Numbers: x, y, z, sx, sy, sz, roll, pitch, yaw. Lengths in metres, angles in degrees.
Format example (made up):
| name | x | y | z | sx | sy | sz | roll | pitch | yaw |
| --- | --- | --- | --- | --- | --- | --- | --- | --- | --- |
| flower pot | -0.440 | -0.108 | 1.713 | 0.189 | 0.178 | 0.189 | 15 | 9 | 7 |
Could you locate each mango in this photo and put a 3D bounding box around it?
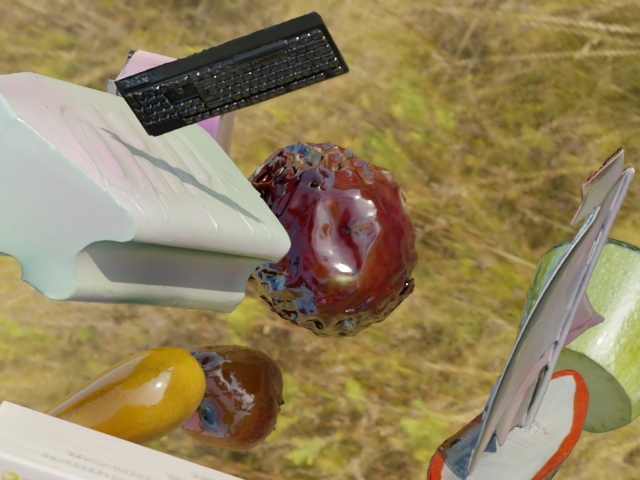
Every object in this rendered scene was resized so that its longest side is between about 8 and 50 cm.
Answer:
| name | x | y | z | sx | sy | sz | roll | pitch | yaw |
| --- | --- | --- | --- | --- | --- | --- | --- | --- | --- |
| mango | -0.198 | 0.167 | 1.311 | 0.184 | 0.085 | 0.102 | -28 | 8 | -6 |

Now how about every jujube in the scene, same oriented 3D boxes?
| name | x | y | z | sx | sy | sz | roll | pitch | yaw |
| --- | --- | --- | --- | --- | --- | --- | --- | --- | --- |
| jujube | 0.000 | 0.000 | 1.744 | 0.377 | 0.258 | 0.258 | -115 | 49 | -83 |

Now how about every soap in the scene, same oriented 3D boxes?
| name | x | y | z | sx | sy | sz | roll | pitch | yaw |
| --- | --- | --- | --- | --- | --- | --- | --- | --- | --- |
| soap | -0.199 | -0.044 | 1.276 | 0.115 | 0.347 | 0.208 | -47 | 66 | 17 |

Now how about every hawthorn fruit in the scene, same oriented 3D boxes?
| name | x | y | z | sx | sy | sz | roll | pitch | yaw |
| --- | --- | --- | --- | --- | --- | --- | --- | --- | --- |
| hawthorn fruit | -0.194 | 0.218 | 1.914 | 0.165 | 0.285 | 0.165 | -175 | 90 | -78 |

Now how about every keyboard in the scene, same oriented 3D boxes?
| name | x | y | z | sx | sy | sz | roll | pitch | yaw |
| --- | --- | --- | --- | --- | --- | --- | --- | --- | --- |
| keyboard | -0.078 | -0.140 | 1.169 | 0.196 | 0.074 | 0.015 | -16 | 49 | 16 |

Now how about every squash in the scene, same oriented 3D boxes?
| name | x | y | z | sx | sy | sz | roll | pitch | yaw |
| --- | --- | --- | --- | --- | --- | --- | --- | --- | --- |
| squash | 0.252 | 0.095 | 1.237 | 0.170 | 0.170 | 0.123 | -18 | 28 | 51 |

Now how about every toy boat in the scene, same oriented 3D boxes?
| name | x | y | z | sx | sy | sz | roll | pitch | yaw |
| --- | --- | --- | --- | --- | --- | --- | --- | --- | --- |
| toy boat | 0.145 | 0.099 | 0.931 | 0.072 | 0.318 | 0.219 | 32 | 58 | 21 |

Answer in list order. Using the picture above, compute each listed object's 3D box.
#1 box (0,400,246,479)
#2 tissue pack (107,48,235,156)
| name | x | y | z | sx | sy | sz | roll | pitch | yaw |
| --- | --- | --- | --- | --- | --- | --- | --- | --- | --- |
| box | -0.127 | 0.276 | 1.108 | 0.065 | 0.343 | 0.200 | -67 | -6 | -60 |
| tissue pack | -0.191 | -0.105 | 1.715 | 0.092 | 0.148 | 0.246 | -70 | -8 | -54 |
